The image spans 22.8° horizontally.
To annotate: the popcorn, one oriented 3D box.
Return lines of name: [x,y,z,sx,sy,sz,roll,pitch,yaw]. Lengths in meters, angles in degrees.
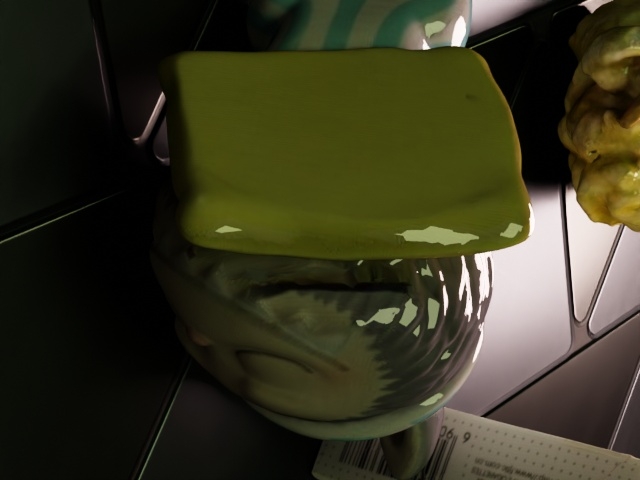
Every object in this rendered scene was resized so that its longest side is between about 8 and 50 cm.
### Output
popcorn: [0.325,-0.121,1.496,0.266,0.192,0.233,28,70,-64]

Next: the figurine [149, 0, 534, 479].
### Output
figurine: [0.000,0.000,1.209,0.377,0.266,0.361,102,0,-48]

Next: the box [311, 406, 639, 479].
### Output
box: [0.185,0.220,1.305,0.210,0.330,0.095,34,72,-46]
